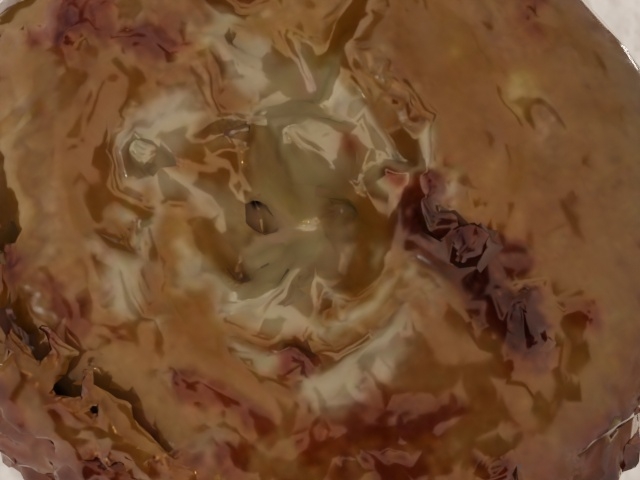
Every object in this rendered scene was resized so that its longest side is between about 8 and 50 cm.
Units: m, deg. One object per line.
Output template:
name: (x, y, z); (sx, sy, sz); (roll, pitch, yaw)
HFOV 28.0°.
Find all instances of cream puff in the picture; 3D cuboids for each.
cream puff: (-0.001, -0.001, 0.402); (0.240, 0.164, 0.240); (-1, 70, 2)
